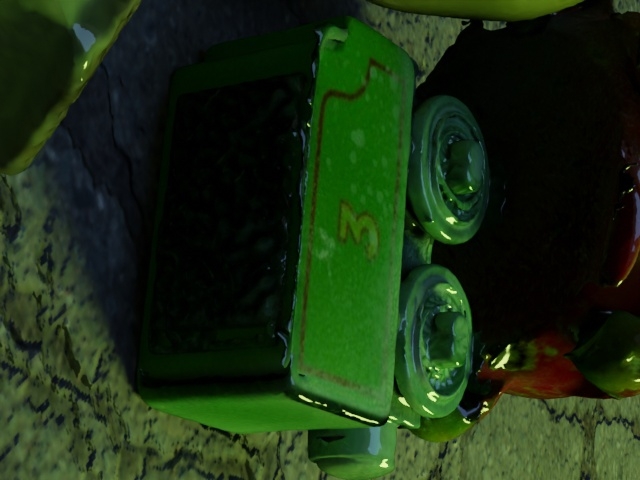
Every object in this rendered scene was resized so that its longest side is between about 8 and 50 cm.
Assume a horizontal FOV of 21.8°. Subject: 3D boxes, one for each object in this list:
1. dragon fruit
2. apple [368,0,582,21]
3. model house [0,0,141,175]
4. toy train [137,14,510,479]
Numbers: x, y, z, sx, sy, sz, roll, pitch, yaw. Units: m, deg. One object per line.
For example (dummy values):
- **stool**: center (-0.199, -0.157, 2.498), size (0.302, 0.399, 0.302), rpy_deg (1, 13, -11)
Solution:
- **dragon fruit**: center (0.130, -0.015, 1.007), size (0.130, 0.268, 0.295), rpy_deg (18, 97, -45)
- **apple**: center (0.084, -0.259, 0.898), size (0.254, 0.292, 0.292), rpy_deg (-89, 158, -46)
- **model house**: center (-0.147, -0.137, 0.550), size (0.195, 0.214, 0.189), rpy_deg (-69, 155, -43)
- **toy train**: center (0.000, 0.000, 0.893), size (0.188, 0.132, 0.243), rpy_deg (27, 63, -50)
